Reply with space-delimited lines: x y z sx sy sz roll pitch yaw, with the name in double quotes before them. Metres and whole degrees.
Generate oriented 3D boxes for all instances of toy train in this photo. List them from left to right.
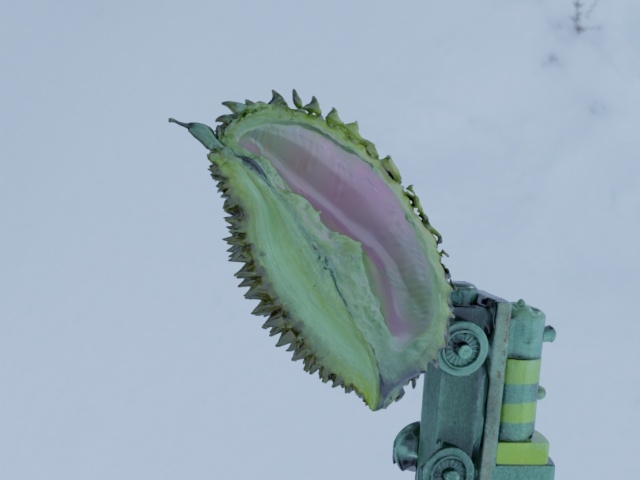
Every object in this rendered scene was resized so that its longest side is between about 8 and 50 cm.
"toy train" 0.135 0.134 0.825 0.083 0.132 0.200 -144 59 -72

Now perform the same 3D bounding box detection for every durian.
"durian" -0.003 0.002 0.643 0.095 0.137 0.220 -35 85 47
